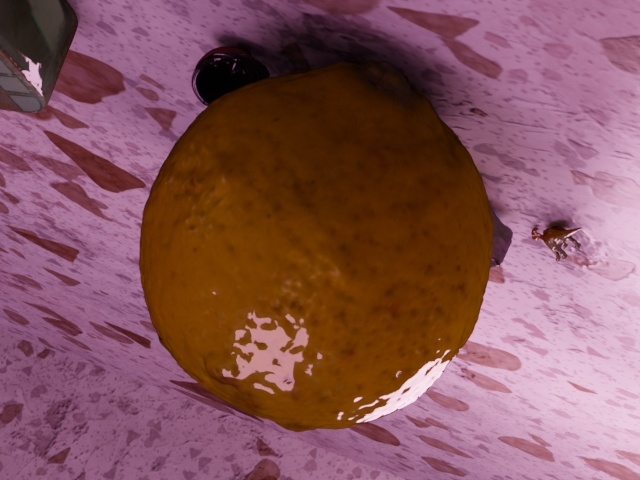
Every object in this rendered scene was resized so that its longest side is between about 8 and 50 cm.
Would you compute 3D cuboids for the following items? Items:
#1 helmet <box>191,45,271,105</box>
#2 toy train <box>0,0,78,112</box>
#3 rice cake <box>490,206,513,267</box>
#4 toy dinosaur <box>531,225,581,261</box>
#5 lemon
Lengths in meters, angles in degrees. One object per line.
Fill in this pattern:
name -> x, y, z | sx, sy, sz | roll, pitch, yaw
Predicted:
helmet -> -0.091, -0.174, 1.618 | 0.084, 0.049, 0.065 | -4, 124, 6
toy train -> -0.367, -0.252, 1.647 | 0.159, 0.129, 0.326 | 10, 158, 25
rice cake -> 0.120, 0.019, 1.869 | 0.064, 0.070, 0.399 | 38, 161, -11
toy dinosaur -> 0.261, 0.001, 1.685 | 0.041, 0.026, 0.113 | 47, 167, -14
lemon -> 0.000, 0.000, 1.538 | 0.349, 0.387, 0.350 | 24, -154, -12
